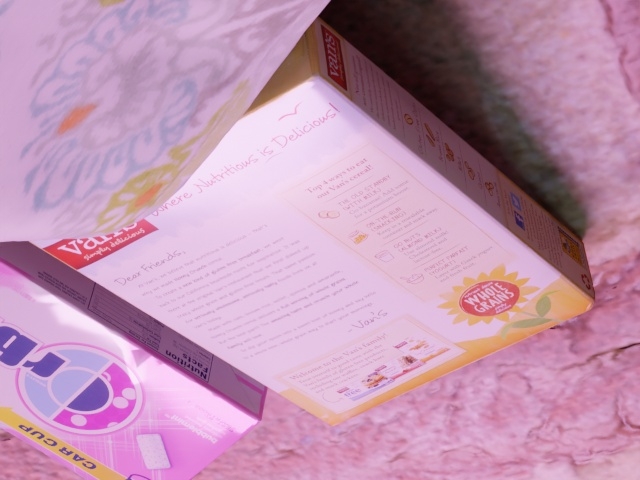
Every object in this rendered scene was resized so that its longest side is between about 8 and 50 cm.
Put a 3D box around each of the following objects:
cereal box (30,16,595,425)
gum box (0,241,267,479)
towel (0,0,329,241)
[{"bbox_3d":[0.000,0.000,0.851,0.173,0.047,0.240,-26,139,27],"label":"cereal box"},{"bbox_3d":[-0.125,0.063,0.951,0.188,0.062,0.107,34,126,-20],"label":"gum box"},{"bbox_3d":[-0.084,-0.130,0.568,0.090,0.374,0.320,43,106,19],"label":"towel"}]
